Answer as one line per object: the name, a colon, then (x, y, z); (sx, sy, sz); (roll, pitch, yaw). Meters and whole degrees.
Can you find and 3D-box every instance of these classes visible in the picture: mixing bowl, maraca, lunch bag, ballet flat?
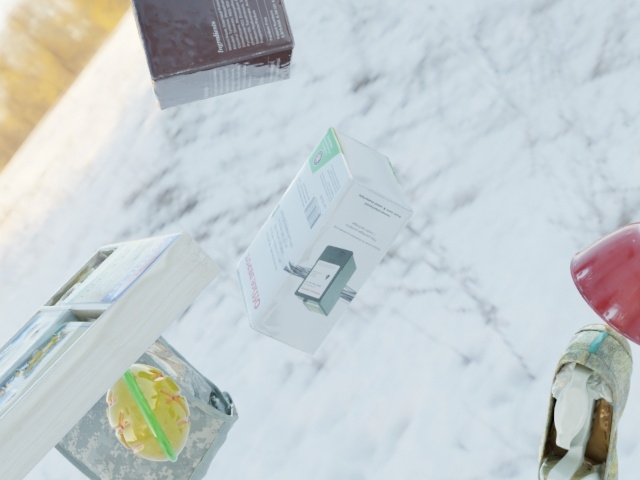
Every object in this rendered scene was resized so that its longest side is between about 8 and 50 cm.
mixing bowl: (0.405, 0.042, 1.700); (0.098, 0.181, 0.181); (-58, 7, 31)
maraca: (-0.228, 0.204, 1.783); (0.099, 0.185, 0.127); (-27, -34, -11)
lunch bag: (-0.282, 0.309, 2.305); (0.235, 0.287, 0.169); (-56, -31, 7)
ballet flat: (0.352, 0.281, 1.919); (0.123, 0.123, 0.348); (-75, -9, -64)

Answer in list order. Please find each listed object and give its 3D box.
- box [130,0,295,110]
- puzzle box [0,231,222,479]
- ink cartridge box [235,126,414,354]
box: (-0.154, -0.302, 1.958); (0.203, 0.167, 0.168); (-14, -8, -6)
puzzle box: (-0.284, 0.153, 1.253); (0.409, 0.052, 0.272); (-47, 16, -20)
ink cartridge box: (0.000, 0.000, 2.173); (0.289, 0.122, 0.211); (-55, 23, 19)
